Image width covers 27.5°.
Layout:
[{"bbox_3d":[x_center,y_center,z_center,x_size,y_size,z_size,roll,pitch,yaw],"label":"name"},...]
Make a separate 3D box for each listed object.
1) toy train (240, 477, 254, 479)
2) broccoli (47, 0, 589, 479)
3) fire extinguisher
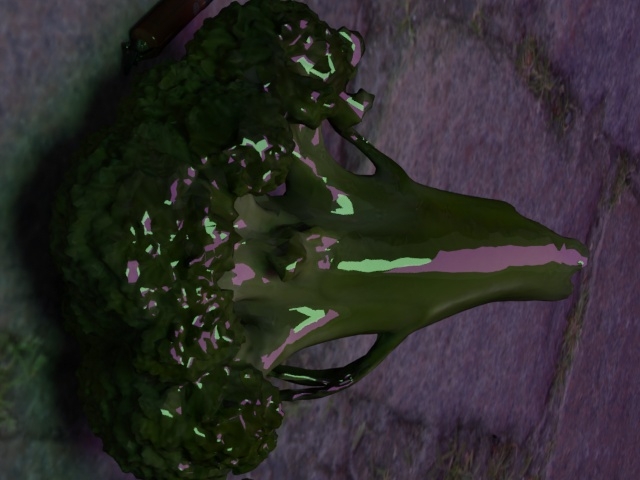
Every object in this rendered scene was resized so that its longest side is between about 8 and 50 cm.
[{"bbox_3d":[-0.104,0.319,0.742,0.369,0.163,0.231,-45,158,-10],"label":"toy train"},{"bbox_3d":[-0.032,-0.014,0.796,0.302,0.186,0.254,-30,103,-30],"label":"broccoli"},{"bbox_3d":[-0.096,-0.134,0.816,0.083,0.022,0.028,-53,171,-35],"label":"fire extinguisher"}]
